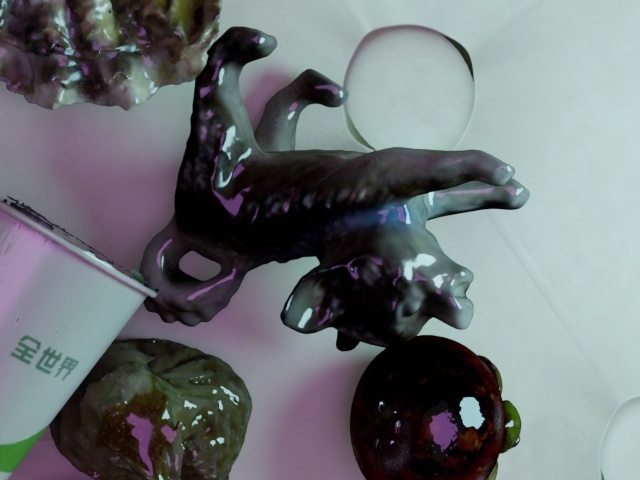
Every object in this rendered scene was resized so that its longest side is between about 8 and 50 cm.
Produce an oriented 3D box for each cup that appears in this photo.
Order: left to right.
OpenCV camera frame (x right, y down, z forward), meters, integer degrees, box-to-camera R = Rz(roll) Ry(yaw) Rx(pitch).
[{"bbox_3d":[-0.323,0.094,1.384,0.253,0.253,0.274,31,85,-11],"label":"cup"}]

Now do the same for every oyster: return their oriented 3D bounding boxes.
[{"bbox_3d":[-0.259,-0.277,1.431,0.238,0.115,0.351,-29,87,-9],"label":"oyster"}]

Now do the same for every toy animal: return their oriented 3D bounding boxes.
[{"bbox_3d":[0.000,0.000,1.446,0.344,0.194,0.302,31,94,20],"label":"toy animal"}]

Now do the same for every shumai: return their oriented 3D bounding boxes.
[{"bbox_3d":[-0.164,0.174,1.460,0.206,0.175,0.166,8,79,-10],"label":"shumai"}]

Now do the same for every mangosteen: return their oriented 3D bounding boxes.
[{"bbox_3d":[0.126,0.191,1.536,0.200,0.200,0.200,-1,95,-10],"label":"mangosteen"}]
